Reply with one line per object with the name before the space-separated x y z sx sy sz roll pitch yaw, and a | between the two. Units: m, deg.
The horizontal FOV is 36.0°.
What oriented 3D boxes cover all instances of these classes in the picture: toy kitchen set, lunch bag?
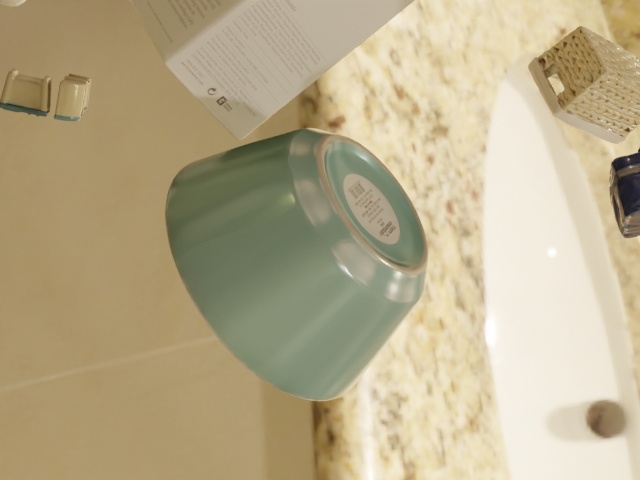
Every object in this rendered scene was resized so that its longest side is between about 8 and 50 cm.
toy kitchen set | -0.520 -0.241 1.725 0.166 0.207 0.122 -117 -141 -74
lunch bag | 0.302 -0.050 0.906 0.098 0.067 0.065 57 20 -69

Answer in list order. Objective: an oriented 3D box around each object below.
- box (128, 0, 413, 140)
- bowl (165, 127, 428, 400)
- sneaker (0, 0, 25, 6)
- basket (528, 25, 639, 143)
box | -0.052 -0.335 1.271 0.168 0.345 0.215 46 9 -46
bowl | 0.000 0.000 1.073 0.312 0.163 0.311 37 32 -29
sneaker | -0.564 -0.512 1.583 0.290 0.123 0.106 50 38 -19
basket | 0.409 -0.229 1.452 0.167 0.103 0.113 15 45 -40
